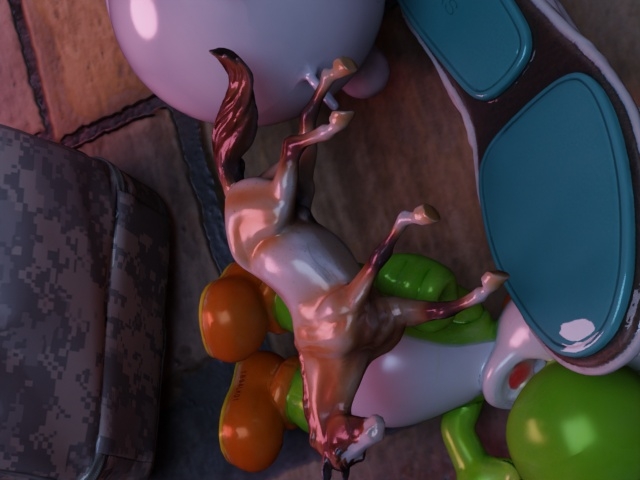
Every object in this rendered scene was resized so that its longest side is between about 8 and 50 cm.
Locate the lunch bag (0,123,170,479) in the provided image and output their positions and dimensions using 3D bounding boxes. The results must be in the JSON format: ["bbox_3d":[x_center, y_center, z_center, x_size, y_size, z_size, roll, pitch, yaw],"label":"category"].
[{"bbox_3d":[-0.270,0.057,0.959,0.213,0.256,0.305,-1,75,20],"label":"lunch bag"}]

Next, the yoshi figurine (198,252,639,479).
[{"bbox_3d":[0.095,0.109,0.844,0.362,0.203,0.203,0,76,14],"label":"yoshi figurine"}]

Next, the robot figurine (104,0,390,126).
[{"bbox_3d":[-0.069,-0.214,0.897,0.200,0.300,0.353,-51,31,17],"label":"robot figurine"}]

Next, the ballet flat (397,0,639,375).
[{"bbox_3d":[0.168,-0.083,0.825,0.139,0.139,0.400,-31,53,17],"label":"ballet flat"}]

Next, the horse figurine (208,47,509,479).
[{"bbox_3d":[0.000,0.000,0.754,0.263,0.066,0.174,55,127,18],"label":"horse figurine"}]
